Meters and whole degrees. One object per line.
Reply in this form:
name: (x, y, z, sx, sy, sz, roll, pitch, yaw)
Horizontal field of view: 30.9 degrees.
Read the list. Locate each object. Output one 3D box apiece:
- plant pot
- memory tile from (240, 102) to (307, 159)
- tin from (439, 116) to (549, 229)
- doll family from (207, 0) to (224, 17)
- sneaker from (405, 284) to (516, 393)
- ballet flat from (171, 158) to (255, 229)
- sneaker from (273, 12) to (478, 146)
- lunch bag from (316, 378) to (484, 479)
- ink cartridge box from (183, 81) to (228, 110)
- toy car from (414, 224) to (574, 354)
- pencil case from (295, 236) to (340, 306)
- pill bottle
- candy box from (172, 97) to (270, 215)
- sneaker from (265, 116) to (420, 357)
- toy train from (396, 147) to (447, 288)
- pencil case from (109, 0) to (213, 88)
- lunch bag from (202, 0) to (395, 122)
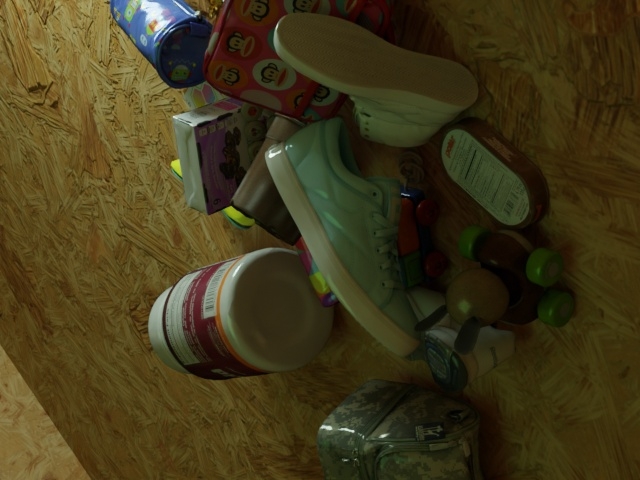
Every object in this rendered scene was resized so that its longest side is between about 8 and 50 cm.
plant pot: (-0.050, -0.091, 1.847, 0.167, 0.165, 0.167, 34, 175, 3)
memory tile: (-0.071, -0.176, 1.938, 0.012, 0.113, 0.148, -131, 29, -59)
tin: (0.240, -0.094, 1.619, 0.189, 0.040, 0.106, 46, 139, 27)
doll family: (-0.113, -0.365, 1.858, 0.163, 0.118, 0.263, 2, 113, 55)
sneaker: (0.194, 0.137, 1.778, 0.297, 0.129, 0.111, -134, 30, -59)
ballet flat: (-0.192, -0.112, 2.203, 0.231, 0.077, 0.077, 40, 119, 29)
sneaker: (0.052, -0.208, 1.618, 0.169, 0.293, 0.108, 133, 152, -59)
lunch bag: (0.163, 0.396, 1.916, 0.256, 0.212, 0.305, 4, 116, 36)
ink cartridge box: (-0.186, -0.249, 2.095, 0.109, 0.062, 0.209, 58, 147, 10)
toy car: (0.227, 0.088, 1.600, 0.155, 0.188, 0.149, 21, 143, 46)
pencil case: (0.000, 0.000, 1.967, 0.236, 0.104, 0.104, 62, 148, 3)
pill bottle: (-0.165, 0.149, 2.186, 0.392, 0.224, 0.224, -17, 97, 58)
candy box: (-0.142, -0.157, 1.968, 0.070, 0.196, 0.164, 25, 131, 46)
sneaker: (0.064, -0.016, 1.638, 0.150, 0.135, 0.366, -34, 80, 16)
toy train: (0.098, -0.035, 1.758, 0.105, 0.143, 0.248, 17, 125, 49)
pencil case: (-0.272, -0.375, 2.019, 0.133, 0.119, 0.306, -63, 37, 17)
lunch bag: (-0.018, -0.305, 1.683, 0.258, 0.120, 0.293, 19, 142, -11)
